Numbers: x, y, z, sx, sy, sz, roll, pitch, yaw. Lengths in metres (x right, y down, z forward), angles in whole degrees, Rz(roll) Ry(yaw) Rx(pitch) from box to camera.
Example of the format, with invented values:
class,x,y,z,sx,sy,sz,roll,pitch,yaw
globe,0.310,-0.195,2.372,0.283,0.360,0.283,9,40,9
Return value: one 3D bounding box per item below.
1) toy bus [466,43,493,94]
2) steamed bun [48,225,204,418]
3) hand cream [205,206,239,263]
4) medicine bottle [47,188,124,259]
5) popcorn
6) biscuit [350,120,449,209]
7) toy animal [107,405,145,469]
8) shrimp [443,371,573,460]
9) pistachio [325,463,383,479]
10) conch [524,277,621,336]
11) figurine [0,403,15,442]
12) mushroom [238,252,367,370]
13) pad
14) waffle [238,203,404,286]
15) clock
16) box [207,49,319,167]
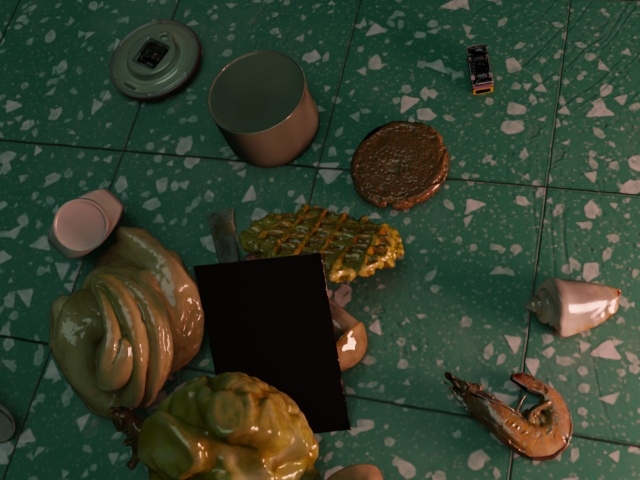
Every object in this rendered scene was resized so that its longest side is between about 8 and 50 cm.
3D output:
class,x,y,z,sx,sy,sz,roll,pitch,yaw
toy bus,0.357,-0.383,1.777,0.052,0.058,0.102,-8,68,9
steamed bun,-0.409,0.161,1.617,0.325,0.230,0.372,26,76,27
hand cream,-0.207,0.010,1.741,0.067,0.042,0.194,-19,58,6
medicine bottle,-0.499,-0.037,1.692,0.161,0.296,0.111,-45,102,-5
popcorn,-0.169,0.392,1.402,0.292,0.294,0.334,11,102,30
biscuit,0.172,-0.164,1.727,0.226,0.042,0.225,-5,64,10
toy animal,-0.316,0.407,1.524,0.241,0.099,0.057,34,32,2
shrimp,0.345,0.300,1.462,0.251,0.052,0.143,34,66,18
pistachio,0.050,0.498,1.390,0.152,0.126,0.223,22,82,-6
conch,0.477,0.123,1.506,0.176,0.094,0.104,3,48,-14
figurine,-0.751,0.332,1.703,0.250,0.166,0.141,20,31,-3
mushroom,-0.038,0.125,1.598,0.329,0.122,0.159,36,82,25
pad,-0.090,0.207,1.498,0.248,0.007,0.367,-7,105,11
waffle,0.000,0.003,1.605,0.307,0.060,0.312,-19,34,-36
clock,-0.419,-0.458,2.011,0.244,0.056,0.244,-6,63,11
box,-0.126,-0.297,1.805,0.226,0.149,0.226,-6,64,12
